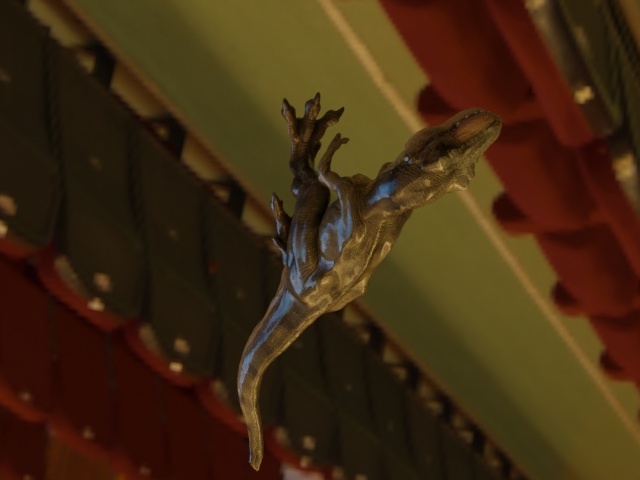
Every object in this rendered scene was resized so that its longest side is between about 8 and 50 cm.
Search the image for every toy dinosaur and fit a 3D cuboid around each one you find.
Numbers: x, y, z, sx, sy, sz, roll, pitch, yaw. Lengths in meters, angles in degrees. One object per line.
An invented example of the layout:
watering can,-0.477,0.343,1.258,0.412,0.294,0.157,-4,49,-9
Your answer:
toy dinosaur,0.000,0.000,0.850,0.064,0.118,0.268,10,134,-26
